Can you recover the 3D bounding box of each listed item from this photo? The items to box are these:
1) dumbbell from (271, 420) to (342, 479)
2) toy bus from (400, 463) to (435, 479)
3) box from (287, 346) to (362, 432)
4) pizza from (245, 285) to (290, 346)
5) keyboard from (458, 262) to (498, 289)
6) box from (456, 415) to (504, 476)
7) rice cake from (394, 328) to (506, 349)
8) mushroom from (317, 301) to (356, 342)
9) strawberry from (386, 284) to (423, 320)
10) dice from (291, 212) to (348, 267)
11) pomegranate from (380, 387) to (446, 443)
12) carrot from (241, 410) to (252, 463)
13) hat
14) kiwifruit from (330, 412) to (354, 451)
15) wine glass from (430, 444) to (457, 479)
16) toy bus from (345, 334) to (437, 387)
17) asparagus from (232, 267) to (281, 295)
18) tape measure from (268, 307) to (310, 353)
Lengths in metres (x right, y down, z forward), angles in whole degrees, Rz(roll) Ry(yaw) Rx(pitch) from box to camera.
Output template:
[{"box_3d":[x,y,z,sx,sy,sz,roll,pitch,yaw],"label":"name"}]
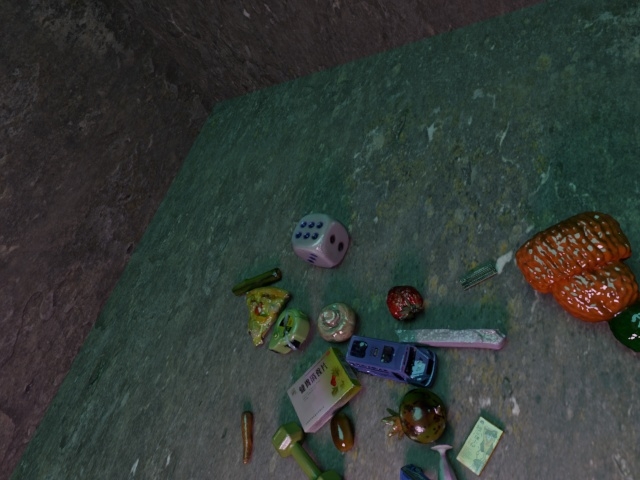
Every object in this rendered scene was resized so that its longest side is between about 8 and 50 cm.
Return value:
[{"box_3d":[-0.047,0.750,1.354,0.121,0.108,0.302,-53,45,-5],"label":"dumbbell"},{"box_3d":[0.284,0.695,1.142,0.153,0.061,0.051,177,95,-68],"label":"toy bus"},{"box_3d":[0.009,0.543,1.464,0.260,0.062,0.175,-49,45,12],"label":"box"},{"box_3d":[-0.262,0.339,1.830,0.280,0.075,0.287,-13,53,30],"label":"pizza"},{"box_3d":[0.558,0.127,1.426,0.129,0.015,0.049,-31,46,14],"label":"keyboard"},{"box_3d":[0.462,0.591,1.160,0.073,0.020,0.149,25,76,44],"label":"box"},{"box_3d":[0.424,0.327,1.340,0.365,0.073,0.056,-8,57,32],"label":"rice cake"},{"box_3d":[0.061,0.320,1.573,0.166,0.127,0.166,-16,58,28],"label":"mushroom"},{"box_3d":[0.304,0.218,1.473,0.131,0.131,0.148,-33,54,12],"label":"strawberry"},{"box_3d":[0.000,0.000,1.800,0.193,0.192,0.194,9,64,39],"label":"dice"},{"box_3d":[0.283,0.542,1.237,0.220,0.156,0.156,-21,49,26],"label":"pomegranate"},{"box_3d":[-0.287,0.766,1.568,0.047,0.047,0.191,-24,52,20],"label":"carrot"},{"box_3d":[0.781,0.133,1.157,0.285,0.285,0.400,-29,74,16],"label":"hat"},{"box_3d":[0.073,0.651,1.366,0.075,0.075,0.124,-27,51,18],"label":"kiwifruit"},{"box_3d":[0.358,0.670,1.142,0.073,0.073,0.155,-21,50,23],"label":"wine glass"},{"box_3d":[0.240,0.405,1.375,0.292,0.133,0.125,1,60,37],"label":"toy bus"},{"box_3d":[-0.315,0.205,1.979,0.278,0.060,0.067,-21,69,23],"label":"asparagus"},{"box_3d":[-0.120,0.373,1.684,0.175,0.106,0.199,-13,50,46],"label":"tape measure"}]
